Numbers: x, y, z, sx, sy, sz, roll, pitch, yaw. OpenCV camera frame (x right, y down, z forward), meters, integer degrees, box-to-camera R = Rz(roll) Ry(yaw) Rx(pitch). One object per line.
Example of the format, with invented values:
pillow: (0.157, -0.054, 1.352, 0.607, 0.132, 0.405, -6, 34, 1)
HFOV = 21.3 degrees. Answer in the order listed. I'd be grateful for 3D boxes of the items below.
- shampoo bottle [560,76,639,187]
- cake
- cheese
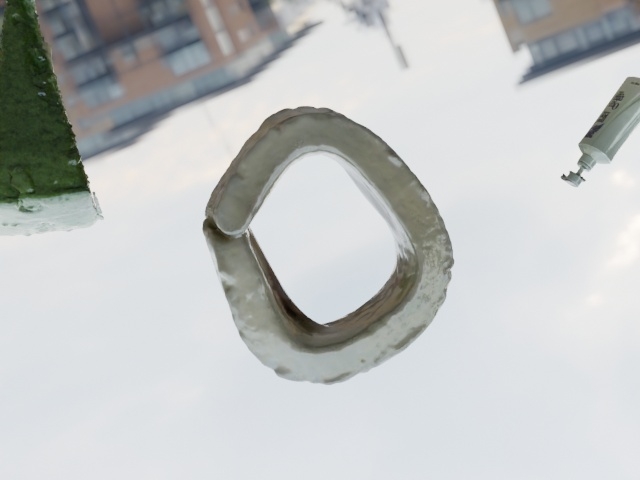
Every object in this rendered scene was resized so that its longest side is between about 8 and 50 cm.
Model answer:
shampoo bottle: (0.306, -0.113, 1.794, 0.049, 0.034, 0.141, 29, -102, 44)
cake: (-0.266, -0.117, 1.461, 0.099, 0.235, 0.100, -16, 162, -8)
cheese: (-0.002, 0.002, 2.152, 0.292, 0.332, 0.153, -31, -172, -2)
